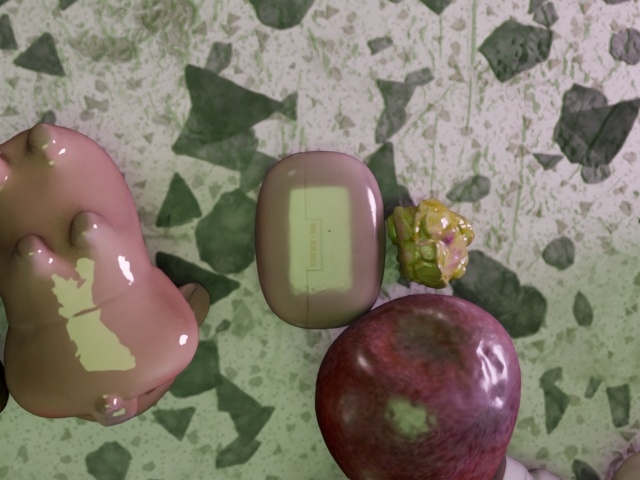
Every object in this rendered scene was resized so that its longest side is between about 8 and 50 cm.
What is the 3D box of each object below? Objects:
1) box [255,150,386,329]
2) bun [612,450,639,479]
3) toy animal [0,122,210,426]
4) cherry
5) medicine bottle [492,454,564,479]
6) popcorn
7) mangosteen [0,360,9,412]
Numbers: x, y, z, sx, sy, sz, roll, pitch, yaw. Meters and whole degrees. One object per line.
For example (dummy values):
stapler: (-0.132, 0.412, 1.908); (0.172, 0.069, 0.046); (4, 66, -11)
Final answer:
box: (0.000, 0.000, 1.321); (0.146, 0.088, 0.200); (-2, 95, -2)
bun: (0.418, 0.297, 1.334); (0.173, 0.173, 0.120); (30, 109, -6)
toy animal: (-0.260, 0.042, 1.254); (0.237, 0.269, 0.326); (-21, 65, -2)
cherry: (0.105, 0.182, 1.296); (0.206, 0.239, 0.239); (34, 94, 25)
medicine bottle: (0.269, 0.328, 1.367); (0.187, 0.103, 0.102); (29, 94, -7)
popcorn: (0.120, 0.004, 1.328); (0.089, 0.109, 0.096); (3, 58, 26)
mangosteen: (-0.532, 0.126, 1.194); (0.435, 0.382, 0.382); (-31, 99, -35)
